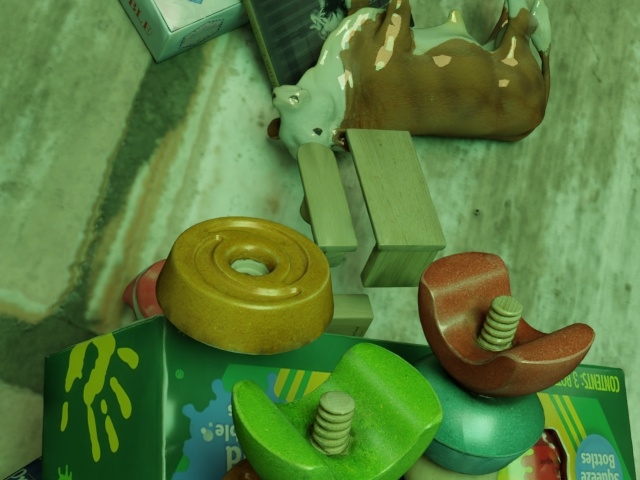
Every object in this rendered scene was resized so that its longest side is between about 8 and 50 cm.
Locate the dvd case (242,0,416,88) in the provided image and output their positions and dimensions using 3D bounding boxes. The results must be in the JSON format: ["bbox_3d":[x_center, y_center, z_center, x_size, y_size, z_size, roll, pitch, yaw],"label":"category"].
[{"bbox_3d":[0.000,-0.240,0.978,0.164,0.018,0.221,-34,121,-24],"label":"dvd case"}]

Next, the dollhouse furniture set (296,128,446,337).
[{"bbox_3d":[0.000,0.000,0.918,0.144,0.151,0.123,1,52,-19],"label":"dollhouse furniture set"}]

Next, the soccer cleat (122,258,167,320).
[{"bbox_3d":[-0.078,0.127,0.880,0.083,0.095,0.248,-35,104,-39],"label":"soccer cleat"}]

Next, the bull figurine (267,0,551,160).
[{"bbox_3d":[0.085,-0.164,0.985,0.310,0.101,0.188,-3,106,-32],"label":"bull figurine"}]

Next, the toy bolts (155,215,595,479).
[{"bbox_3d":[0.019,0.099,0.624,0.228,0.158,0.218,-11,39,-31],"label":"toy bolts"}]

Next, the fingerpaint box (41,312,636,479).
[{"bbox_3d":[0.042,0.264,0.750,0.444,0.163,0.371,11,69,-38],"label":"fingerpaint box"}]

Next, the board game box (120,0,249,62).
[{"bbox_3d":[-0.095,-0.369,1.025,0.318,0.066,0.319,-28,85,-25],"label":"board game box"}]

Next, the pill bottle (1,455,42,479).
[{"bbox_3d":[-0.181,0.214,0.781,0.219,0.123,0.123,-31,86,-29],"label":"pill bottle"}]
